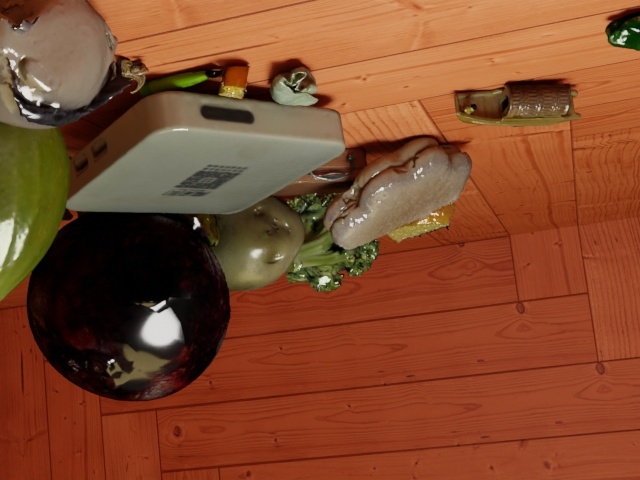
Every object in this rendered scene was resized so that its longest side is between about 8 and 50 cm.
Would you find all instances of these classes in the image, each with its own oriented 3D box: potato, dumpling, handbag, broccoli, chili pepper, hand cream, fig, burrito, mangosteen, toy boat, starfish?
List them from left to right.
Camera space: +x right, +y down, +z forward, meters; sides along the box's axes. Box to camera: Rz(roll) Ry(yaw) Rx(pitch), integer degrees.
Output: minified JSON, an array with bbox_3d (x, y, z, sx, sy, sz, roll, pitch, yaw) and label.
[{"bbox_3d":[-0.477,-0.062,1.236,0.316,0.316,0.316,-6,172,-1],"label":"fig"},{"bbox_3d":[-0.336,-0.192,1.012,0.204,0.163,0.293,-13,-178,13],"label":"dumpling"},{"bbox_3d":[-0.267,-0.224,1.274,0.091,0.028,0.078,-10,166,39],"label":"starfish"},{"bbox_3d":[-0.342,0.083,1.740,0.381,0.421,0.381,16,166,4],"label":"mangosteen"},{"bbox_3d":[-0.198,-0.225,1.329,0.122,0.023,0.036,-10,-169,16],"label":"hand cream"},{"bbox_3d":[-0.194,-0.015,2.012,0.221,0.243,0.326,2,-177,-45],"label":"potato"},{"bbox_3d":[-0.035,-0.227,1.371,0.074,0.044,0.118,3,173,-6],"label":"burrito"},{"bbox_3d":[0.001,-0.139,1.912,0.193,0.072,0.151,-1,170,-21],"label":"handbag"},{"bbox_3d":[0.002,-0.009,2.230,0.259,0.288,0.235,-2,-151,-21],"label":"broccoli"},{"bbox_3d":[0.333,-0.230,1.575,0.226,0.068,0.088,-2,166,-11],"label":"toy boat"},{"bbox_3d":[0.496,-0.296,1.261,0.216,0.062,0.108,-8,165,17],"label":"chili pepper"}]

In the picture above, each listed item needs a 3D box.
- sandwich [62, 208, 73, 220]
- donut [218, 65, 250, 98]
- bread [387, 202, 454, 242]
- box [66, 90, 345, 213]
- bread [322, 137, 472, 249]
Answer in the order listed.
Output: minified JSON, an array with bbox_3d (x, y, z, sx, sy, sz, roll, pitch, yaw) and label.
[{"bbox_3d":[-0.618,-0.073,1.820,0.258,0.096,0.094,-1,177,-40],"label":"sandwich"},{"bbox_3d":[-0.122,-0.217,1.318,0.038,0.083,0.067,15,124,-10],"label":"donut"},{"bbox_3d":[0.212,-0.076,2.310,0.134,0.129,0.260,6,166,-28],"label":"bread"},{"bbox_3d":[-0.197,-0.135,1.535,0.367,0.090,0.373,1,163,-40],"label":"box"},{"bbox_3d":[0.158,-0.112,1.873,0.337,0.102,0.183,-27,150,-17],"label":"bread"}]
